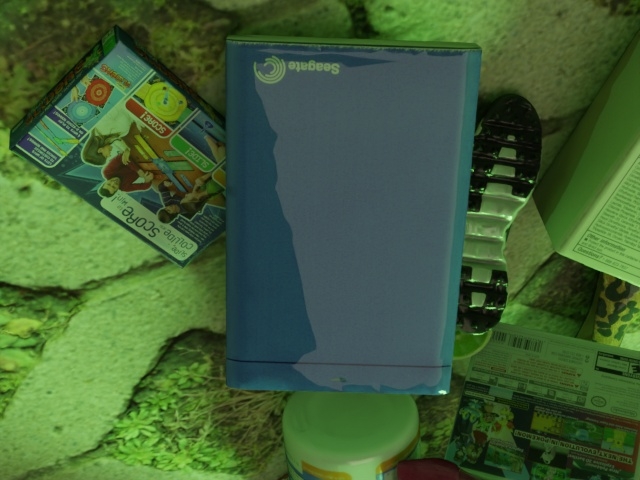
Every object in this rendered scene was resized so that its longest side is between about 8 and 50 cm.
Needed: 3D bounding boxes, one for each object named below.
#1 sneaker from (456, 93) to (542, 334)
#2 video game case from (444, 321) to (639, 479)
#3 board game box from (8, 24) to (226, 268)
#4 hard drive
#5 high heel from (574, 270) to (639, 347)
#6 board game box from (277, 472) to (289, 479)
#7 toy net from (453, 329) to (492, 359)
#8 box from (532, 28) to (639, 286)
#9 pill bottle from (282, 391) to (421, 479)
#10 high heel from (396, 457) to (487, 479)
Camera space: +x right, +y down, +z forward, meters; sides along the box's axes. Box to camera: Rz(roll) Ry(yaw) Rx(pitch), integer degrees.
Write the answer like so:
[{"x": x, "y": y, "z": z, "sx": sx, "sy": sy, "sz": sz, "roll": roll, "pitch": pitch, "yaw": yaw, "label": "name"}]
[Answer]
[{"x": 0.155, "y": -0.031, "z": 0.908, "sx": 0.078, "sy": 0.106, "sz": 0.234, "roll": 9, "pitch": 98, "yaw": -13, "label": "sneaker"}, {"x": 0.252, "y": 0.189, "z": 0.989, "sx": 0.201, "sy": 0.184, "sz": 0.023, "roll": 11, "pitch": 154, "yaw": 18, "label": "video game case"}, {"x": -0.150, "y": -0.075, "z": 0.806, "sx": 0.136, "sy": 0.035, "sz": 0.201, "roll": -40, "pitch": 127, "yaw": 14, "label": "board game box"}, {"x": 0.022, "y": -0.015, "z": 0.805, "sx": 0.210, "sy": 0.040, "sz": 0.319, "roll": 2, "pitch": 110, "yaw": -1, "label": "hard drive"}, {"x": 0.289, "y": 0.107, "z": 1.065, "sx": 0.261, "sy": 0.093, "sz": 0.186, "roll": -30, "pitch": 113, "yaw": 15, "label": "high heel"}, {"x": -0.088, "y": 0.404, "z": 1.194, "sx": 0.281, "sy": 0.027, "sz": 0.145, "roll": -37, "pitch": 127, "yaw": 12, "label": "board game box"}, {"x": 0.074, "y": 0.083, "z": 0.989, "sx": 0.232, "sy": 0.045, "sz": 0.122, "roll": -8, "pitch": 128, "yaw": -11, "label": "toy net"}, {"x": 0.349, "y": -0.114, "z": 0.857, "sx": 0.148, "sy": 0.121, "sz": 0.311, "roll": 22, "pitch": 118, "yaw": -13, "label": "box"}, {"x": 0.042, "y": 0.298, "z": 1.055, "sx": 0.152, "sy": 0.152, "sz": 0.272, "roll": -10, "pitch": 121, "yaw": -9, "label": "pill bottle"}, {"x": 0.107, "y": 0.333, "z": 0.994, "sx": 0.117, "sy": 0.082, "sz": 0.244, "roll": 17, "pitch": 129, "yaw": -1, "label": "high heel"}]
